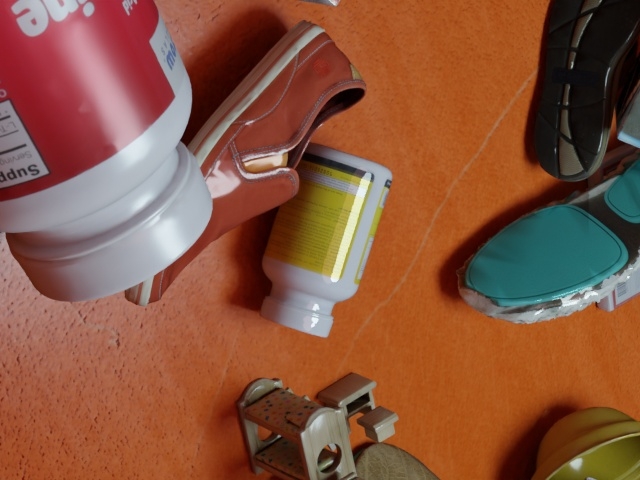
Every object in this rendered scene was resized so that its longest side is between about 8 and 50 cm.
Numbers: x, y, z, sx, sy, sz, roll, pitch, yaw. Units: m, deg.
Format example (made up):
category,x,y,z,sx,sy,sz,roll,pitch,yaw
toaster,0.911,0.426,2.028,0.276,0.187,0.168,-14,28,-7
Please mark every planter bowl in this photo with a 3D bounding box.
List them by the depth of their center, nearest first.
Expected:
category,x,y,z,sx,sy,sz,roll,pitch,yaw
planter bowl,0.340,0.272,1.920,0.217,0.090,0.217,-14,140,-12

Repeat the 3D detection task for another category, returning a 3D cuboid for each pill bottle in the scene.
category,x,y,z,sx,sy,sz,roll,pitch,yaw
pill bottle,-0.242,-0.158,1.218,0.229,0.229,0.407,-42,126,-25
pill bottle,0.000,0.000,1.560,0.103,0.103,0.184,18,90,-43

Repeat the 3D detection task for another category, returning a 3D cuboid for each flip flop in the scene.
category,x,y,z,sx,sy,sz,roll,pitch,yaw
flip flop,0.323,-0.204,1.792,0.080,0.112,0.277,-2,105,-59

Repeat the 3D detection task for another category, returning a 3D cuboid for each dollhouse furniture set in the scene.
category,x,y,z,sx,sy,sz,roll,pitch,yaw
dollhouse furniture set,0.035,0.191,1.591,0.161,0.182,0.101,-28,119,-32

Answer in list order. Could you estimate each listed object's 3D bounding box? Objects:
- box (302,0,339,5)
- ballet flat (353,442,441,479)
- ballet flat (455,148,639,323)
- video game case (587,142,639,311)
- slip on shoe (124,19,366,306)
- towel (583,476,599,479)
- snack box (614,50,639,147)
category,x,y,z,sx,sy,sz,roll,pitch,yaw
box,0.056,-0.383,1.526,0.063,0.067,0.324,39,77,-41
ballet flat,0.145,0.370,1.779,0.116,0.124,0.342,-42,126,-25
ballet flat,0.340,0.007,1.828,0.409,0.147,0.147,-30,121,-20
video game case,0.453,-0.051,1.996,0.285,0.025,0.204,-24,117,-34
slip on shoe,-0.072,-0.065,1.457,0.101,0.123,0.331,36,69,4
towel,0.316,0.369,1.925,0.144,0.029,0.197,20,125,-40
snack box,0.429,-0.270,1.762,0.187,0.060,0.322,-60,172,-71
